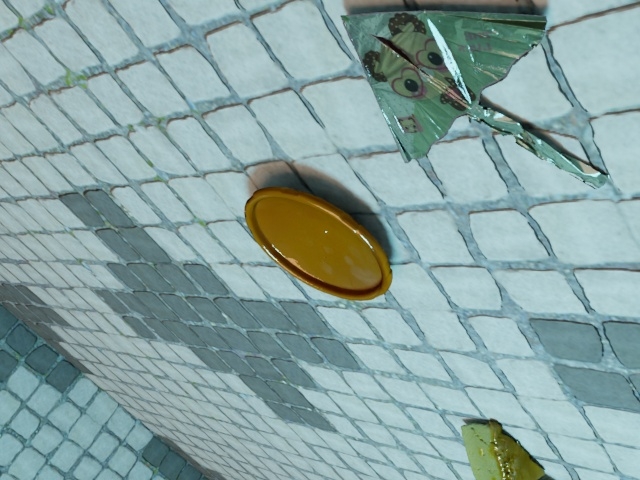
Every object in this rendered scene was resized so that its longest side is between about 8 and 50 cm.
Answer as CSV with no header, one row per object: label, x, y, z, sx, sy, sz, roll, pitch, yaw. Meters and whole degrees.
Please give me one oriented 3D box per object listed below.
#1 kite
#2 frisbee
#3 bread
kite,0.120,-0.109,0.598,0.250,0.012,0.229,34,155,-2
frisbee,0.000,0.000,0.861,0.192,0.035,0.192,26,151,15
bread,0.258,0.300,1.082,0.084,0.080,0.109,-14,93,52
